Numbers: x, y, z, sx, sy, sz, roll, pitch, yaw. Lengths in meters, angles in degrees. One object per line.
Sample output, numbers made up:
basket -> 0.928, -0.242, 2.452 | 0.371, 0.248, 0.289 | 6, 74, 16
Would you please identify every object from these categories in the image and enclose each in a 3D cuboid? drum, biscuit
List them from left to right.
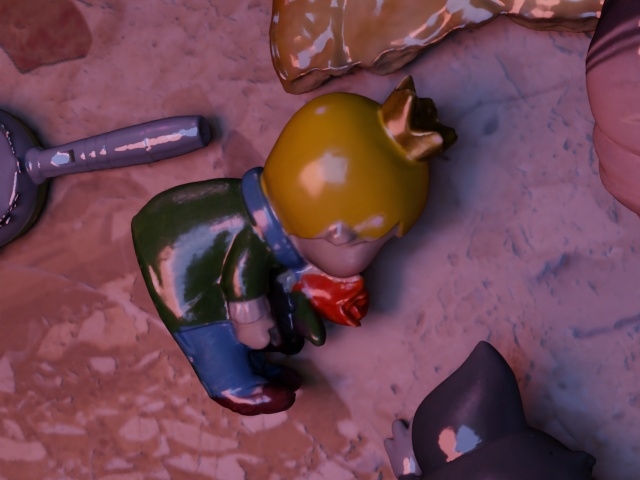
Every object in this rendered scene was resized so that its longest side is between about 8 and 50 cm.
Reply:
drum -> -0.208, -0.041, 1.008 | 0.253, 0.049, 0.130 | 7, 92, 19
biscuit -> 0.099, -0.197, 0.903 | 0.299, 0.045, 0.154 | -7, 87, 20

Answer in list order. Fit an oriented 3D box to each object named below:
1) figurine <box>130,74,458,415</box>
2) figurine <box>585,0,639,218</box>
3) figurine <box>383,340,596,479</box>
figurine -> 0.000, 0.004, 0.904 | 0.234, 0.127, 0.185 | -25, 87, 8
figurine -> 0.314, -0.079, 0.687 | 0.361, 0.211, 0.253 | 0, 62, 36
figurine -> 0.069, 0.204, 0.874 | 0.265, 0.140, 0.193 | -28, 64, 3
